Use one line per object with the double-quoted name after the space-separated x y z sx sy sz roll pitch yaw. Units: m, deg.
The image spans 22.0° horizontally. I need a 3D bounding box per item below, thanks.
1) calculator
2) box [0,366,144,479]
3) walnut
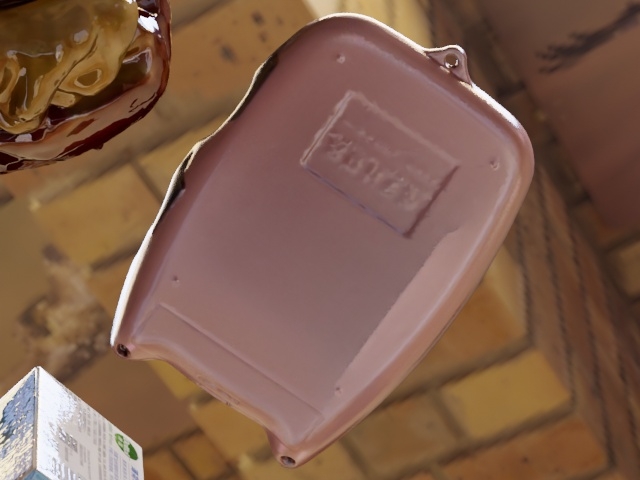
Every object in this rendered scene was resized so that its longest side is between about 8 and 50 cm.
0.000 0.000 1.140 0.329 0.220 0.048 -55 -177 18 "calculator"
-0.229 0.217 1.484 0.073 0.139 0.194 -42 -158 9 "box"
-0.215 -0.114 0.812 0.269 0.221 0.243 -13 -128 8 "walnut"
